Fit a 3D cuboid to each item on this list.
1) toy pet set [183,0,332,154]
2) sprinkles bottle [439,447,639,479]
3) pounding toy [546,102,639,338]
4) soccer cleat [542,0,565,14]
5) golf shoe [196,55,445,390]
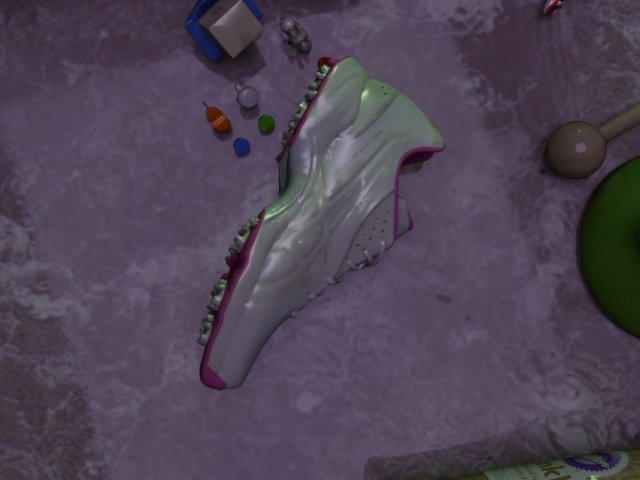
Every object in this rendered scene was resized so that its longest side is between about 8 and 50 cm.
[{"bbox_3d":[-0.071,-0.164,0.751,0.122,0.065,0.114,-43,124,-2],"label":"toy pet set"},{"bbox_3d":[0.232,0.239,0.699,0.355,0.121,0.121,-9,87,-3],"label":"sprinkles bottle"},{"bbox_3d":[0.321,-0.021,0.725,0.182,0.110,0.237,-23,88,-4],"label":"pounding toy"},{"bbox_3d":[0.224,-0.247,0.776,0.035,0.029,0.083,33,82,8],"label":"soccer cleat"},{"bbox_3d":[0.000,0.000,0.709,0.140,0.115,0.306,26,88,-7],"label":"golf shoe"}]
